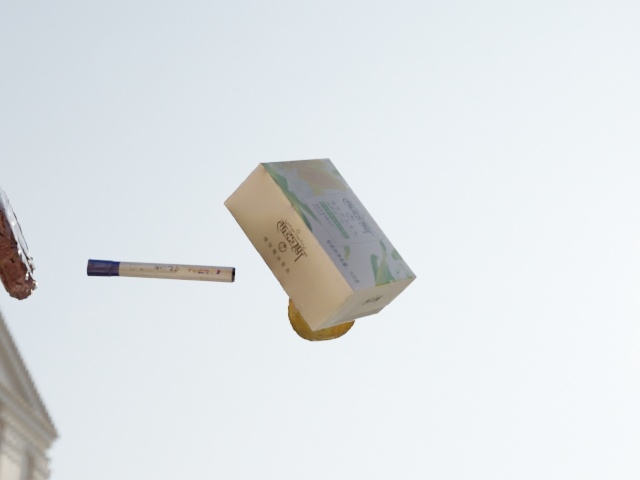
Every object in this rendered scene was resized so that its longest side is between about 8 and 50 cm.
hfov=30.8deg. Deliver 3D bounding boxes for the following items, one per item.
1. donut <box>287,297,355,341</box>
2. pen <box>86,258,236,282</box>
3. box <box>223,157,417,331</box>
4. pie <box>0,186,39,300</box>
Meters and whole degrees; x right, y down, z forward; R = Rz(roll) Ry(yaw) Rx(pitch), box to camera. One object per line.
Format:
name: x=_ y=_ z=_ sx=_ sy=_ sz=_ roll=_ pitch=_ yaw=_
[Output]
donut: x=0.010 y=0.132 z=2.281 sx=0.152 sy=0.152 sz=0.058 roll=23 pitch=-11 yaw=-33
pen: x=-0.283 y=0.055 z=2.067 sx=0.269 sy=0.033 sz=0.033 roll=3 pitch=-35 yaw=4
box: x=0.000 y=0.000 z=1.823 sx=0.111 sy=0.260 sz=0.194 roll=-48 pitch=-20 yaw=28
pie: x=-0.534 y=-0.001 z=1.980 sx=0.054 sy=0.219 sz=0.204 roll=-20 pitch=-53 yaw=-7
